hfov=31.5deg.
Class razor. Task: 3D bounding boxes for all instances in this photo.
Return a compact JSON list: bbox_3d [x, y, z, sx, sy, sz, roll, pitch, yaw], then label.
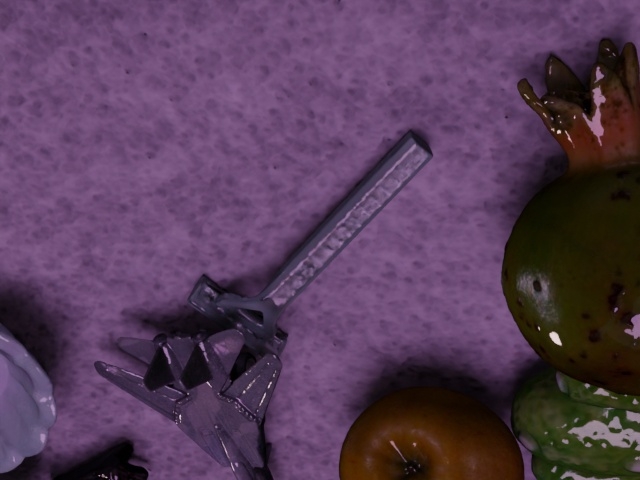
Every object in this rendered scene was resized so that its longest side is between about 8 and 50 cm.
[{"bbox_3d":[0.000,0.005,1.065,0.111,0.056,0.278,38,116,-17],"label":"razor"}]

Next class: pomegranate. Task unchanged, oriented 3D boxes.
[{"bbox_3d":[0.254,-0.003,0.946,0.231,0.231,0.286,-12,121,11],"label":"pomegranate"}]

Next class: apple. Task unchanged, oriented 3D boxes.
[{"bbox_3d":[0.108,0.229,1.125,0.182,0.182,0.155,-21,152,15],"label":"apple"}]

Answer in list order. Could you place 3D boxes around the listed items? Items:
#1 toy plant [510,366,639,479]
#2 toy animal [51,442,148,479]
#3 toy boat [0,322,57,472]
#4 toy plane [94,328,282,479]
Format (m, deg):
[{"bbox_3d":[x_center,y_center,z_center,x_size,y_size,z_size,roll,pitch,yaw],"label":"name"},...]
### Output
[{"bbox_3d":[0.342,0.181,1.098,0.316,0.184,0.224,-5,140,18],"label":"toy plant"},{"bbox_3d":[-0.204,0.332,1.245,0.121,0.117,0.210,-31,113,13],"label":"toy animal"},{"bbox_3d":[-0.395,0.153,1.153,0.290,0.100,0.199,-19,118,13],"label":"toy boat"},{"bbox_3d":[-0.090,0.186,1.166,0.212,0.088,0.267,-6,135,26],"label":"toy plane"}]
